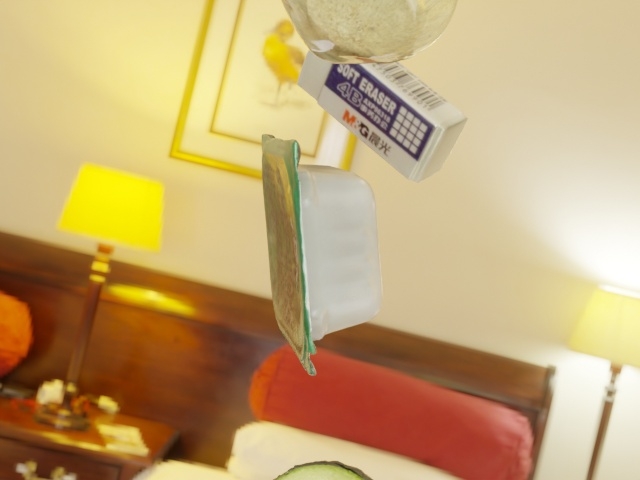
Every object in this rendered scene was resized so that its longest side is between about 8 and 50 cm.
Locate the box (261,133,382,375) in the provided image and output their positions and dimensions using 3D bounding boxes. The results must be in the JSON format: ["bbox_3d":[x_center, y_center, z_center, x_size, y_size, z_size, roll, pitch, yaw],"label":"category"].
[{"bbox_3d":[0.000,0.000,1.323,0.106,0.264,0.336,-6,8,-9],"label":"box"}]

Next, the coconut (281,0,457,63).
[{"bbox_3d":[0.046,-0.293,1.139,0.224,0.224,0.224,13,1,0],"label":"coconut"}]

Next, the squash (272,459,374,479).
[{"bbox_3d":[-0.003,0.463,1.718,0.220,0.133,0.220,5,40,-4],"label":"squash"}]

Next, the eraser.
[{"bbox_3d":[0.096,-0.228,1.758,0.279,0.124,0.081,42,44,19],"label":"eraser"}]
